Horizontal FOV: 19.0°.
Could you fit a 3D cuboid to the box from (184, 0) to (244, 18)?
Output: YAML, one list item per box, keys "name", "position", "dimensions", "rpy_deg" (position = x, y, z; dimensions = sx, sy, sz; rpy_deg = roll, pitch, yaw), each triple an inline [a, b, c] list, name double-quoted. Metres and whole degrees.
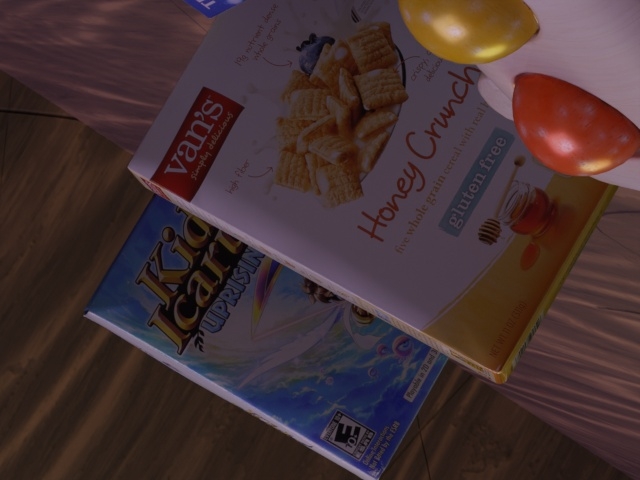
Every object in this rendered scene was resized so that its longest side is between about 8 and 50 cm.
- name: "box"
  position: [-0.051, -0.178, 0.985]
  dimensions: [0.109, 0.042, 0.178]
  rpy_deg: [34, 146, -29]

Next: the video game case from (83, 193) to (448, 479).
- name: "video game case"
  position: [0.000, 0.000, 1.398]
  dimensions: [0.244, 0.269, 0.061]
  rpy_deg: [31, 172, -5]

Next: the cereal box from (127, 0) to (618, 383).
- name: "cereal box"
  position: [0.038, -0.053, 1.053]
  dimensions: [0.240, 0.173, 0.047]
  rpy_deg: [28, 173, 14]

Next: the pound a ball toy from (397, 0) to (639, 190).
- name: "pound a ball toy"
  position: [0.063, -0.118, 0.723]
  dimensions: [0.208, 0.135, 0.319]
  rpy_deg: [17, 162, 48]
